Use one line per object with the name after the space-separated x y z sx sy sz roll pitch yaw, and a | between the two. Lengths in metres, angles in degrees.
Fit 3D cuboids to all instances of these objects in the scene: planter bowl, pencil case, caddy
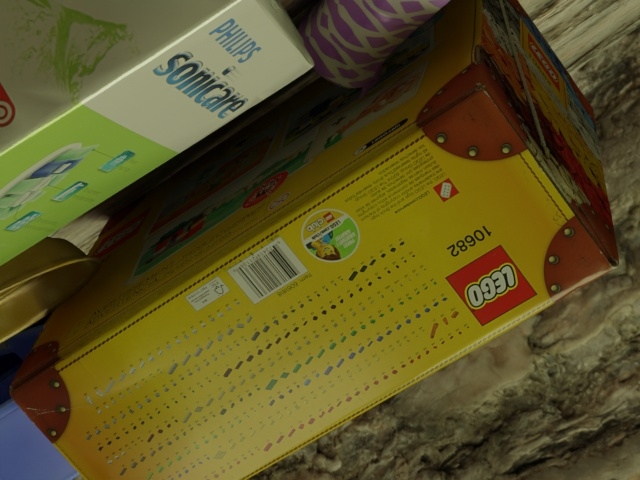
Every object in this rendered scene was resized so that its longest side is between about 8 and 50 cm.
-0.304 0.035 1.231 0.217 0.090 0.217 -31 173 -4 | planter bowl
0.062 -0.199 1.156 0.206 0.088 0.086 -36 -165 54 | pencil case
-0.384 0.207 1.813 0.341 0.179 0.241 -32 -163 8 | caddy

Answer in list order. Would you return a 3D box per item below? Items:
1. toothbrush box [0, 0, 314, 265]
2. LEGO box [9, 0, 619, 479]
-0.178 -0.077 0.468 0.283 0.206 0.122 -31 173 4 | toothbrush box
0.000 0.000 1.328 0.500 0.193 0.372 -32 -163 20 | LEGO box
